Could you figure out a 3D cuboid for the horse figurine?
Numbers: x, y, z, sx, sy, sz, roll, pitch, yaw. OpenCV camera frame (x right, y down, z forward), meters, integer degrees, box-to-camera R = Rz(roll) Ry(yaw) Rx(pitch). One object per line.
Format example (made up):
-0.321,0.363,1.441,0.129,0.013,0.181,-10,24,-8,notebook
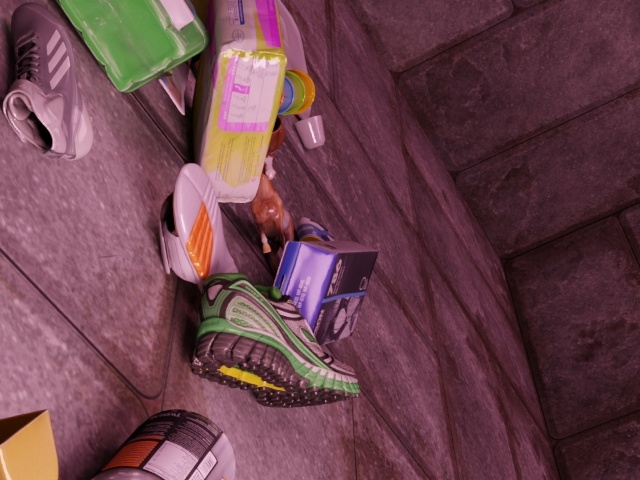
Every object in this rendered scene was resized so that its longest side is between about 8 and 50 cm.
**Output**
-0.069,-0.012,1.614,0.263,0.066,0.175,70,5,-60,horse figurine

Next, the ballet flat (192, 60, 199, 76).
-0.164,-0.326,1.817,0.080,0.073,0.232,62,16,-11,ballet flat

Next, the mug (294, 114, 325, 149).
-0.016,-0.234,2.168,0.078,0.062,0.064,-22,95,-67,mug

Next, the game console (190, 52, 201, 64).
-0.219,-0.363,1.660,0.122,0.071,0.107,60,-1,-16,game console

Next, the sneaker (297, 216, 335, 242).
0.000,0.000,1.890,0.144,0.053,0.059,41,27,-56,sneaker

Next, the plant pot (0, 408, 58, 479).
-0.257,0.193,0.790,0.081,0.081,0.083,-42,118,-73,plant pot

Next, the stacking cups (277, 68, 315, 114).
-0.092,-0.285,1.938,0.096,0.096,0.316,64,16,-3,stacking cups

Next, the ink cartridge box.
0.004,0.085,1.610,0.332,0.065,0.165,-2,111,-71,ink cartridge box

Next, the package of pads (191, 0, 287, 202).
-0.126,-0.228,1.483,0.297,0.101,0.229,107,-19,-46,package of pads

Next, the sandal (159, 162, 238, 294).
-0.172,0.018,1.321,0.102,0.076,0.265,-69,155,-44,sandal

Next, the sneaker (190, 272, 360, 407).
-0.045,0.140,1.355,0.343,0.134,0.146,40,45,-55,sneaker

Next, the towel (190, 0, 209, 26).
-0.189,-0.355,1.593,0.237,0.102,0.021,37,41,-3,towel

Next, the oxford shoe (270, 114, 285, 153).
-0.096,-0.204,1.852,0.076,0.076,0.212,63,15,0,oxford shoe

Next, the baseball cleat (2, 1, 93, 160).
-0.323,-0.190,1.141,0.109,0.072,0.206,0,62,-65,baseball cleat

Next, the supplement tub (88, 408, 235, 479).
-0.158,0.246,0.938,0.117,0.117,0.190,63,17,-7,supplement tub

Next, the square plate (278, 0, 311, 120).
-0.118,-0.482,2.226,0.344,0.049,0.347,50,22,-43,square plate

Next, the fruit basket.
-0.266,-0.364,1.411,0.327,0.165,0.353,58,15,-22,fruit basket
